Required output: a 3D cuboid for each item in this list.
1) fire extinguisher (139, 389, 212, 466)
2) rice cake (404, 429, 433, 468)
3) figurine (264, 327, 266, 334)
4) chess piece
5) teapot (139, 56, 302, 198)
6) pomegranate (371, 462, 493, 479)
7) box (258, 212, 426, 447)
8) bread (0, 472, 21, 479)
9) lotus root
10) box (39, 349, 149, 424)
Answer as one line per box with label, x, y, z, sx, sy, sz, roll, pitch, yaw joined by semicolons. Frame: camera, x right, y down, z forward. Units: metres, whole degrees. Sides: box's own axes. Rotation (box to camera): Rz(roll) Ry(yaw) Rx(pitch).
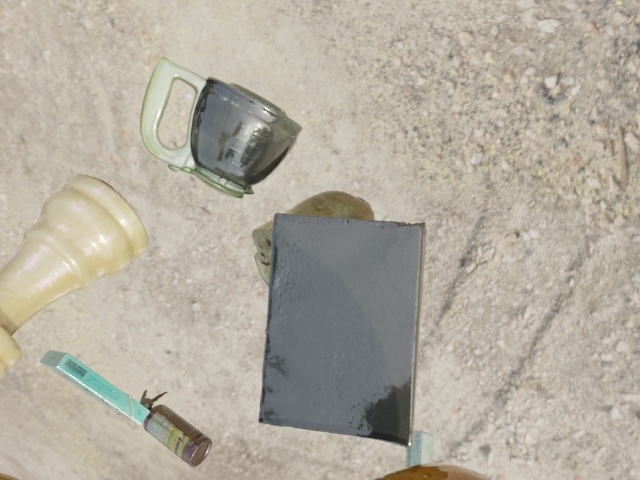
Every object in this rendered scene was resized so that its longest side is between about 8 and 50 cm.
fire extinguisher;-0.373;0.454;1.280;0.252;0.106;0.075;24;95;26
rice cake;0.244;0.662;1.324;0.066;0.336;0.063;32;145;-35
figurine;-0.052;0.266;1.368;0.215;0.215;0.228;63;155;-8
chess piece;-0.343;0.092;0.494;0.117;0.397;0.117;22;140;20
teapot;-0.219;-0.230;1.146;0.239;0.321;0.239;34;98;43
pomegranate;0.114;0.365;0.510;0.281;0.281;0.281;14;119;27
box;0.046;0.141;0.902;0.251;0.204;0.345;4;85;9
bread;-0.415;0.349;0.564;0.241;0.107;0.136;-37;120;15
lotus root;0.000;0.000;1.402;0.250;0.346;0.250;32;138;33
box;-0.509;0.328;1.164;0.162;0.041;0.229;-11;130;50
